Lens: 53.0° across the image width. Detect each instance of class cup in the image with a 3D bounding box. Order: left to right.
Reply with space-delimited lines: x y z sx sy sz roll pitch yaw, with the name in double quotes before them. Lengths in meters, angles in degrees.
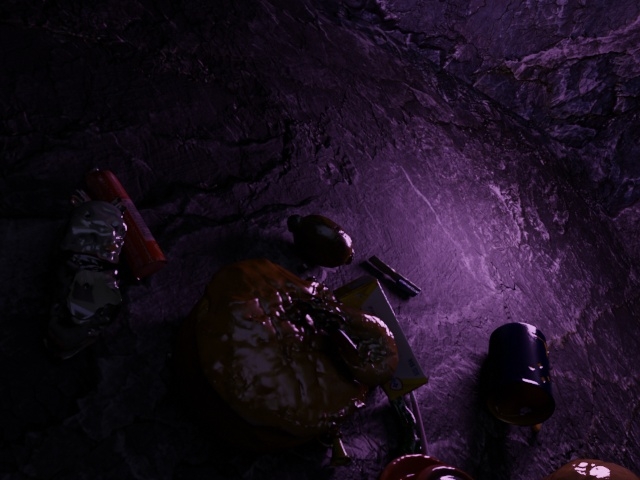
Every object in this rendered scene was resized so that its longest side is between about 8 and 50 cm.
"cup" 0.558 0.401 1.827 0.179 0.254 0.256 7 35 11

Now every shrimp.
"shrimp" 0.055 0.195 1.244 0.287 0.063 0.152 29 53 -36

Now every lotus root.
"lotus root" 0.000 0.000 1.651 0.210 0.120 0.120 32 39 -21

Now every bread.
"bread" -0.089 0.233 1.271 0.398 0.215 0.398 27 40 -26

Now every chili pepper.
"chili pepper" 0.198 0.435 1.496 0.073 0.050 0.182 13 45 -27

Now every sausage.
"sausage" -0.416 -0.049 1.333 0.074 0.074 0.274 -17 70 -50

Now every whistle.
"whistle" 0.022 0.422 1.358 0.046 0.057 0.109 74 -5 -50

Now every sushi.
"sushi" -0.426 0.055 1.176 0.124 0.130 0.332 17 46 -33

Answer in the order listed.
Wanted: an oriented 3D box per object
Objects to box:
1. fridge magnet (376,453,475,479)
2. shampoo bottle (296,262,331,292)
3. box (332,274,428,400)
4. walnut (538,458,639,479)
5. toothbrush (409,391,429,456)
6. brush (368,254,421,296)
"fridge magnet" 0.250 0.606 1.296 0.364 0.155 0.363 26 40 -24
"shampoo bottle" 0.009 0.160 1.552 0.067 0.068 0.236 -26 71 -8
"box" 0.133 0.218 1.478 0.265 0.097 0.168 63 -4 -1
"walnut" 0.632 0.693 1.465 0.384 0.383 0.383 26 41 -25
"toothbrush" 0.235 0.418 1.572 0.025 0.020 0.286 26 41 -35
"brush" 0.209 0.105 1.829 0.179 0.033 0.030 36 52 -13
